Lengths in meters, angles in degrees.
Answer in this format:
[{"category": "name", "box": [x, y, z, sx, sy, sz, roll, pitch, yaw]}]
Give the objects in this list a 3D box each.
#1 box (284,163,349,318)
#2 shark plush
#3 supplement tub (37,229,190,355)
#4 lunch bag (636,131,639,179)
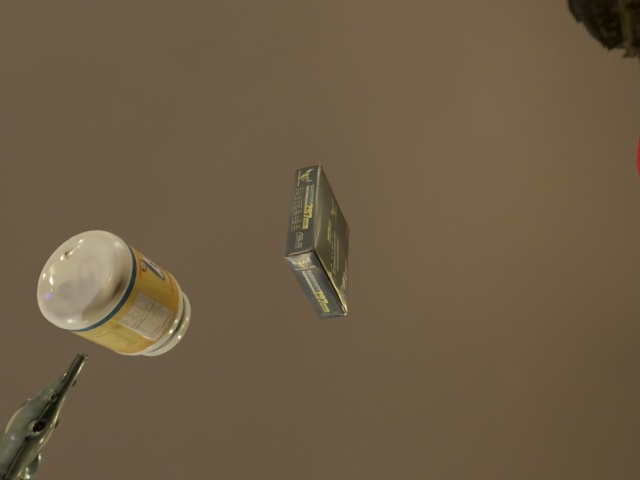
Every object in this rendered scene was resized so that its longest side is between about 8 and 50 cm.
[{"category": "box", "box": [0.000, 0.000, 1.074, 0.232, 0.059, 0.183, -86, -23, -45]}, {"category": "shark plush", "box": [-0.290, 0.196, 0.602, 0.073, 0.067, 0.161, 49, -113, -13]}, {"category": "supplement tub", "box": [-0.297, 0.087, 0.860, 0.144, 0.144, 0.199, -68, -27, -18]}, {"category": "lunch bag", "box": [0.272, -0.149, 0.229, 0.120, 0.293, 0.258, 26, -118, 0]}]
